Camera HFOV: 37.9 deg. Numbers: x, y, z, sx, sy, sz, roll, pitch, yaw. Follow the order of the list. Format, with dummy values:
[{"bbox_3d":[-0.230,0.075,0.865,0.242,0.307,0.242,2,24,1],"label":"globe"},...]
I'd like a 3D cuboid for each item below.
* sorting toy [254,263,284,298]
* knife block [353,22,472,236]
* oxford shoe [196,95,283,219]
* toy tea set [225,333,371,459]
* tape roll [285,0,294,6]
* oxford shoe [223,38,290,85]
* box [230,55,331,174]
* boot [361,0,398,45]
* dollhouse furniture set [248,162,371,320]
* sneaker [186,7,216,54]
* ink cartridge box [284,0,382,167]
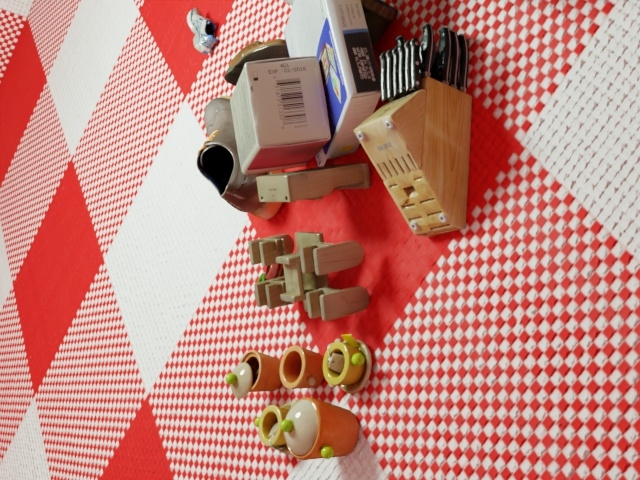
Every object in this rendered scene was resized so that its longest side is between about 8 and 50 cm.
[{"bbox_3d":[-0.086,0.077,1.715,0.061,0.042,0.102,-88,21,-44],"label":"sorting toy"},{"bbox_3d":[0.178,-0.178,1.409,0.088,0.242,0.275,-14,112,53],"label":"knife block"},{"bbox_3d":[-0.183,-0.190,1.857,0.130,0.133,0.363,-58,38,24],"label":"oxford shoe"},{"bbox_3d":[-0.061,0.256,1.531,0.336,0.124,0.200,-14,67,52],"label":"toy tea set"},{"bbox_3d":[-0.053,-0.577,1.710,0.246,0.169,0.246,-53,17,24],"label":"tape roll"},{"bbox_3d":[-0.127,-0.382,1.906,0.212,0.076,0.076,-10,59,52],"label":"oxford shoe"},{"bbox_3d":[-0.074,-0.213,1.621,0.232,0.127,0.148,151,110,-77],"label":"box"},{"bbox_3d":[0.043,-0.401,1.662,0.219,0.082,0.106,44,112,50],"label":"boot"},{"bbox_3d":[0.000,0.000,1.569,0.212,0.161,0.242,4,104,55],"label":"dollhouse furniture set"},{"bbox_3d":[-0.269,-0.498,2.172,0.058,0.052,0.135,-37,56,29],"label":"sneaker"},{"bbox_3d":[0.017,-0.311,1.588,0.307,0.072,0.303,113,145,-71],"label":"ink cartridge box"}]
